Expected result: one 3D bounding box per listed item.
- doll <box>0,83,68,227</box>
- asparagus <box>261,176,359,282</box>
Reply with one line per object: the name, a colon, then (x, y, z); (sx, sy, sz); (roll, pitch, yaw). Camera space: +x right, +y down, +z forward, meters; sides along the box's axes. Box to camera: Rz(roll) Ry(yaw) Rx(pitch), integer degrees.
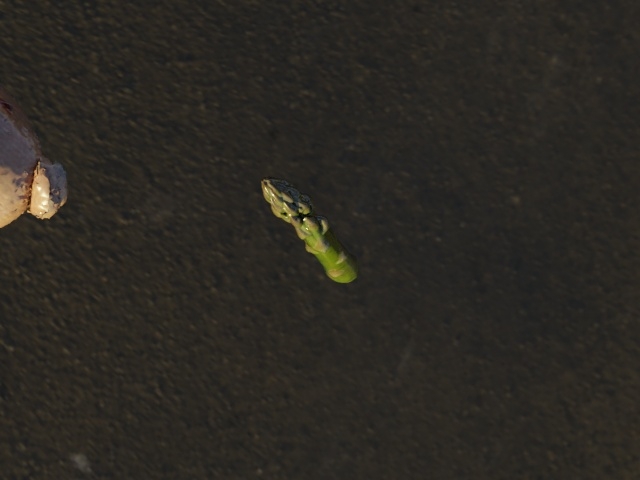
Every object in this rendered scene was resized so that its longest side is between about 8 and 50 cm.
doll: (-0.370, -0.033, 1.096); (0.201, 0.303, 0.156); (47, 34, -11)
asparagus: (0.000, -0.001, 0.919); (0.027, 0.034, 0.236); (-48, 160, -3)
